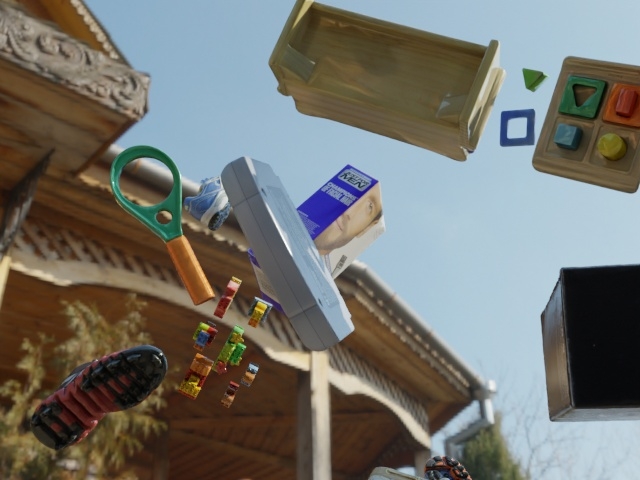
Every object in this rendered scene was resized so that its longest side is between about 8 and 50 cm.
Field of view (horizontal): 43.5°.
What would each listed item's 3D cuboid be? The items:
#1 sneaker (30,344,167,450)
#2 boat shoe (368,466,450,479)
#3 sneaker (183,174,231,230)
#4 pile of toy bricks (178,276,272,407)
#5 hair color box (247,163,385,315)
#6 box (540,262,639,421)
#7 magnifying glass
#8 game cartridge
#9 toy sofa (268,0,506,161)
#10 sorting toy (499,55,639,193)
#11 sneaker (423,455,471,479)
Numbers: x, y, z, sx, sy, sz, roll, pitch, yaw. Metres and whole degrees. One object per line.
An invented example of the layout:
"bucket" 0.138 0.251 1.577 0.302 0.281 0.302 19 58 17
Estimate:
"sneaker" -0.353 0.236 1.320 0.276 0.135 0.097 -34 -78 21
"boat shoe" 0.132 0.290 0.888 0.170 0.059 0.063 17 -51 0
"sneaker" -0.200 -0.109 1.627 0.081 0.211 0.080 27 -50 5
"pile of toy bricks" -0.148 0.176 1.266 0.118 0.105 0.212 26 -82 -2
"hair color box" 0.000 0.000 1.862 0.110 0.339 0.185 31 -29 31
"box" 0.489 0.147 1.083 0.343 0.179 0.312 -3 -15 11
"magnifying glass" -0.202 -0.022 1.054 0.092 0.231 0.026 -25 -9 -18
"game cartridge" -0.046 0.019 1.172 0.060 0.294 0.196 -28 -5 6
"toy sofa" 0.111 -0.272 1.338 0.362 0.150 0.177 19 -11 18
"sorting toy" 0.441 -0.188 1.273 0.348 0.196 0.047 19 8 35
"sneaker" 0.240 0.454 1.293 0.083 0.221 0.087 -15 -39 -23
